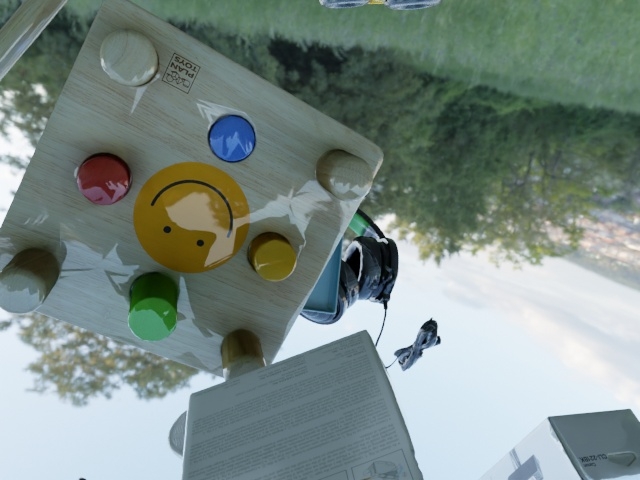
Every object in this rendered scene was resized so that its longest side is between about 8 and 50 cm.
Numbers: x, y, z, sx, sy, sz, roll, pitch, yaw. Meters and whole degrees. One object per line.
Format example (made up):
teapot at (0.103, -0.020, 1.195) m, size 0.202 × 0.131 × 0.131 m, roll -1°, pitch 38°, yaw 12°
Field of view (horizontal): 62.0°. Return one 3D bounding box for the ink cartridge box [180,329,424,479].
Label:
ink cartridge box at (-0.012, 0.142, 0.323) m, size 0.145 × 0.045 × 0.179 m, roll -21°, pitch -150°, yaw 1°

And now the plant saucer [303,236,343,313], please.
plant saucer at (0.000, 0.000, 0.717) m, size 0.067 × 0.192 × 0.018 m, roll 12°, pitch 168°, yaw -34°

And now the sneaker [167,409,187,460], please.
sneaker at (-0.064, 0.311, 0.742) m, size 0.292 × 0.169 × 0.108 m, roll -6°, pitch -143°, yaw 26°

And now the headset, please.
headset at (0.060, 0.055, 0.971) m, size 0.243 × 0.185 × 0.394 m, roll -17°, pitch -119°, yaw -33°

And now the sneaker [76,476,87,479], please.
sneaker at (-0.309, 0.296, 0.518) m, size 0.188 × 0.078 × 0.067 m, roll -17°, pitch 167°, yaw -37°

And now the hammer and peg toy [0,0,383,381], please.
hammer and peg toy at (-0.150, -0.050, 0.427) m, size 0.361 × 0.266 × 0.127 m, roll 27°, pitch -172°, yaw -20°

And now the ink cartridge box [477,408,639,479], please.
ink cartridge box at (0.425, 0.416, 0.933) m, size 0.196 × 0.273 × 0.114 m, roll 3°, pitch -136°, yaw -22°

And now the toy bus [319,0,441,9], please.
toy bus at (0.052, -0.380, 0.706) m, size 0.220 × 0.150 × 0.211 m, roll -9°, pitch -163°, yaw -16°
